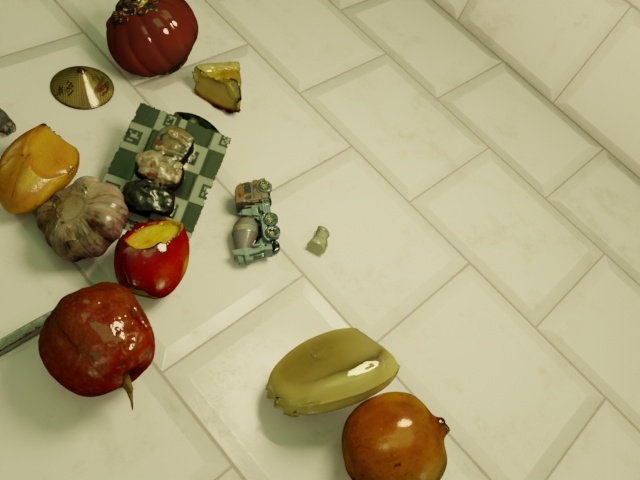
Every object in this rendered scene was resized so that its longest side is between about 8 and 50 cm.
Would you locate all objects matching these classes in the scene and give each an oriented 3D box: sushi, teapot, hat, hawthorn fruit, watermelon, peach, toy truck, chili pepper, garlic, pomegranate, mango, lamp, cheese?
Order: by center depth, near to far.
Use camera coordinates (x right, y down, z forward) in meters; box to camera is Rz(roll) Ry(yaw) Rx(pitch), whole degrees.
[{"bbox_3d":[-0.505,0.226,1.408,0.261,0.258,0.258,21,47,32],"label":"hawthorn fruit"},{"bbox_3d":[0.180,0.486,1.456,0.264,0.264,0.264,9,55,-13],"label":"pomegranate"},{"bbox_3d":[0.013,0.331,1.533,0.315,0.259,0.128,-23,108,-19],"label":"cheese"},{"bbox_3d":[-0.431,0.032,1.581,0.196,0.190,0.226,25,65,-30],"label":"peach"},{"bbox_3d":[-0.614,-0.049,1.607,0.244,0.160,0.245,-5,61,9],"label":"garlic"},{"bbox_3d":[-0.778,-0.176,1.646,0.187,0.138,0.257,30,54,-4],"label":"mango"},{"bbox_3d":[-0.447,-0.196,1.710,0.296,0.100,0.373,22,76,-3],"label":"sushi"},{"bbox_3d":[-0.920,-0.344,1.770,0.153,0.041,0.050,40,32,29],"label":"chili pepper"},{"bbox_3d":[-0.197,-0.052,1.787,0.140,0.108,0.257,-8,62,-8],"label":"toy truck"},{"bbox_3d":[0.000,0.000,1.852,0.067,0.057,0.083,52,42,-29],"label":"teapot"},{"bbox_3d":[-0.745,-0.505,1.915,0.193,0.082,0.193,9,56,-13],"label":"hat"},{"bbox_3d":[-0.372,-0.339,1.918,0.145,0.137,0.193,-11,20,-24],"label":"watermelon"},{"bbox_3d":[-0.543,-0.671,1.982,0.303,0.257,0.303,-15,45,16],"label":"lamp"}]

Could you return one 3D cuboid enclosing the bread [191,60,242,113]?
[{"bbox_3d":[-0.324,-0.500,2.020,0.169,0.140,0.160,-11,50,-21],"label":"bread"}]

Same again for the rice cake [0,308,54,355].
[{"bbox_3d":[-0.713,0.226,1.459,0.207,0.033,0.033,-34,71,-33],"label":"rice cake"}]
